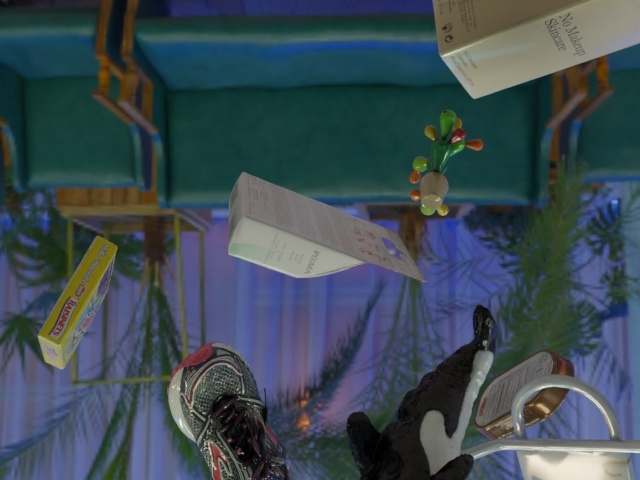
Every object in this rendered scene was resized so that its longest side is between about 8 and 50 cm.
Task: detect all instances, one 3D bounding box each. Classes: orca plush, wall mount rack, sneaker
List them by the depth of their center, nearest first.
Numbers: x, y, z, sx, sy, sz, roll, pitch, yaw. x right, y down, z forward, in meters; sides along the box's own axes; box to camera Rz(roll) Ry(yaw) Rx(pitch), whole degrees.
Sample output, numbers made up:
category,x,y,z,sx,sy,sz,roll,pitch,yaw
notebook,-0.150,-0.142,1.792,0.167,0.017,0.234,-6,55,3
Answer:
category,x,y,z,sx,sy,sz,roll,pitch,yaw
orca plush,0.079,0.180,0.739,0.102,0.287,0.151,31,166,-2
wall mount rack,0.226,0.326,0.848,0.304,0.350,0.130,-9,-164,32
sneaker,-0.097,0.262,1.026,0.120,0.299,0.112,-32,-152,-23

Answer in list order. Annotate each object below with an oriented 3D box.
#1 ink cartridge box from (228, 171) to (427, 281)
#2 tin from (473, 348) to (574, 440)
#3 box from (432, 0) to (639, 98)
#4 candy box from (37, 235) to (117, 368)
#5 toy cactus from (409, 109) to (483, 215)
category,x,y,z,sx,sy,sz,roll,pitch,yaw
ink cartridge box,0.000,0.000,0.952,0.224,0.056,0.181,22,-164,-13
tin,0.289,0.223,1.142,0.040,0.106,0.190,37,138,-5
box,0.330,-0.329,1.117,0.311,0.121,0.148,-16,153,29
candy box,-0.243,0.069,0.792,0.027,0.105,0.206,31,159,-7
toy cactus,0.211,-0.112,1.389,0.112,0.180,0.219,20,130,-1
